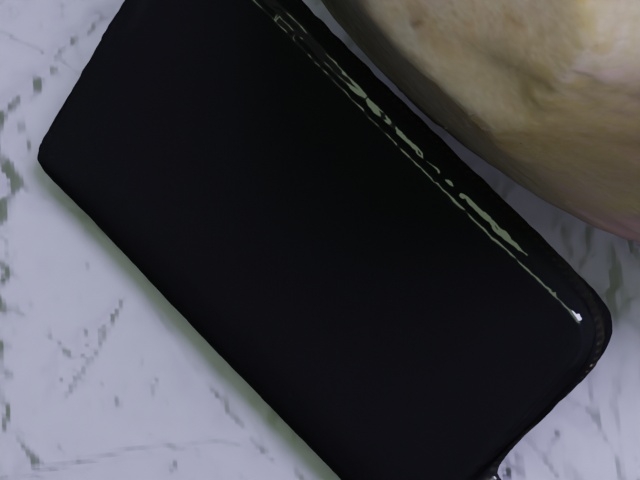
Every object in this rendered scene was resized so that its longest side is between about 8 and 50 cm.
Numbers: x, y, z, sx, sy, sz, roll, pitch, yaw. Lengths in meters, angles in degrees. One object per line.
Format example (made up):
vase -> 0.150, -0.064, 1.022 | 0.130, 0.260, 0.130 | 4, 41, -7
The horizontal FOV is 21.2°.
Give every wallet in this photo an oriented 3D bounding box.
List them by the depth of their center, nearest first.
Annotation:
wallet -> 0.000, 0.000, 0.679 | 0.250, 0.044, 0.149 | 44, 125, 14

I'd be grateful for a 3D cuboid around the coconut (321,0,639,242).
coconut -> 0.137, -0.160, 0.573 | 0.352, 0.352, 0.352 | -1, 78, 4
